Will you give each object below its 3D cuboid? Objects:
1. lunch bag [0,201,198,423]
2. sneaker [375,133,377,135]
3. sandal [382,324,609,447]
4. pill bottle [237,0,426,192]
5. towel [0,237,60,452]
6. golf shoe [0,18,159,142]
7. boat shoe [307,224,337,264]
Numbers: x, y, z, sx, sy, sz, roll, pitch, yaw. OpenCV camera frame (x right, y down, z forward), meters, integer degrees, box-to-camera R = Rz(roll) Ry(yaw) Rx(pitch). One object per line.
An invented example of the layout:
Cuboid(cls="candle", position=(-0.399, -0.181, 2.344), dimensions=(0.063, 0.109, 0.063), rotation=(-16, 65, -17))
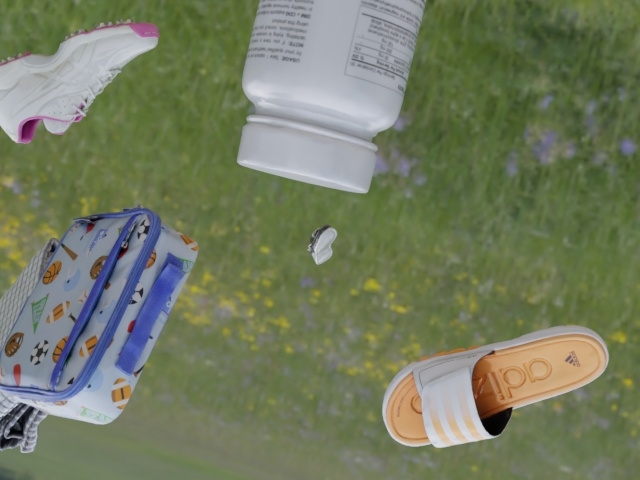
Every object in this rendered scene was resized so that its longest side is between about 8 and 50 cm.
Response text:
Cuboid(cls="lunch bag", position=(-0.297, 0.092, 1.691), dimensions=(0.115, 0.303, 0.243), rotation=(37, 155, -34))
Cuboid(cls="sneaker", position=(-0.016, -0.253, 1.956), dimensions=(0.152, 0.305, 0.114), rotation=(-28, 137, 10))
Cuboid(cls="sandal", position=(0.184, 0.164, 1.371), dimensions=(0.265, 0.102, 0.076), rotation=(-23, -163, 19))
Cuboid(cls="pill bottle", position=(0.013, -0.198, 1.237), dimensions=(0.160, 0.283, 0.160), rotation=(13, 180, 0))
Cuboid(cls="towel", position=(-0.448, 0.172, 1.984), dimensions=(0.121, 0.283, 0.235), rotation=(27, 129, -26))
Cuboid(cls="golf shoe", position=(-0.374, -0.245, 1.938), dimensions=(0.306, 0.140, 0.115), rotation=(-18, 179, 19))
Cuboid(cls="boat shoe", position=(0.000, 0.000, 2.145), dimensions=(0.038, 0.046, 0.125), rotation=(52, 167, 17))
